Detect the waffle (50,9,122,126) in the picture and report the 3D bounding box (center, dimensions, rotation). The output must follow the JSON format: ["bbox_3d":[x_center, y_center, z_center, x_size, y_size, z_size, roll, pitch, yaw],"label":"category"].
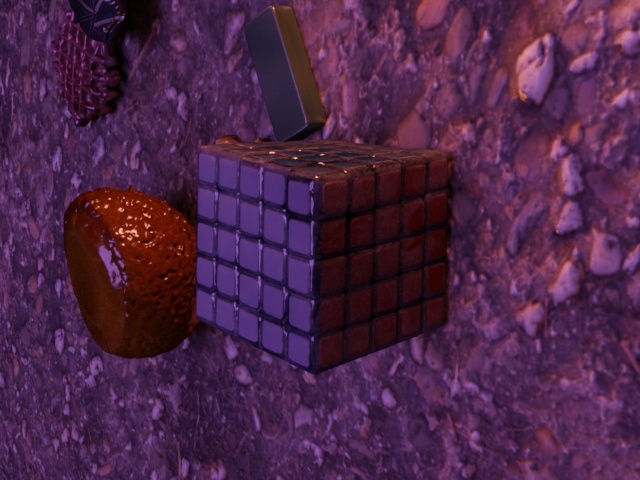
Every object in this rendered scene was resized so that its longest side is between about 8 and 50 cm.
[{"bbox_3d":[-0.451,-0.341,1.611,0.234,0.055,0.221,-24,81,47],"label":"waffle"}]

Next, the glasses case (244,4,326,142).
[{"bbox_3d":[-0.052,-0.237,1.203,0.078,0.039,0.184,-23,81,47],"label":"glasses case"}]

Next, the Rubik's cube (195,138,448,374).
[{"bbox_3d":[0.000,0.000,1.053,0.237,0.237,0.238,17,110,46],"label":"Rubik's cube"}]

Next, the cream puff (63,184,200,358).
[{"bbox_3d":[-0.305,0.051,1.426,0.303,0.212,0.303,28,127,44],"label":"cream puff"}]

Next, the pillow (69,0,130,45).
[{"bbox_3d":[-0.410,-0.481,1.473,0.335,0.093,0.161,67,156,16],"label":"pillow"}]

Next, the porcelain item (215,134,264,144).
[{"bbox_3d":[-0.093,-0.115,1.266,0.213,0.054,0.084,29,117,42],"label":"porcelain item"}]
